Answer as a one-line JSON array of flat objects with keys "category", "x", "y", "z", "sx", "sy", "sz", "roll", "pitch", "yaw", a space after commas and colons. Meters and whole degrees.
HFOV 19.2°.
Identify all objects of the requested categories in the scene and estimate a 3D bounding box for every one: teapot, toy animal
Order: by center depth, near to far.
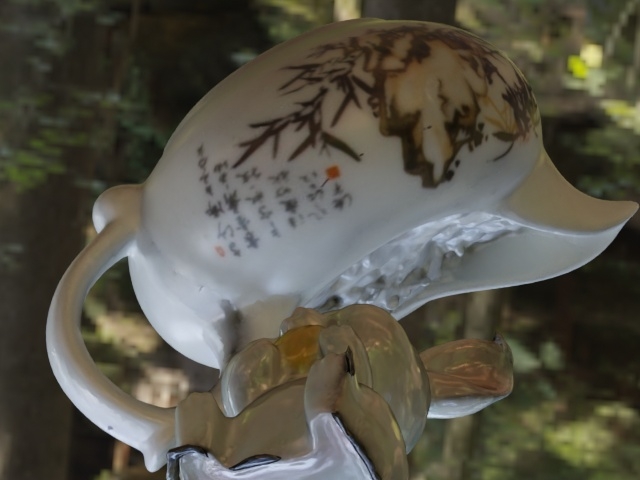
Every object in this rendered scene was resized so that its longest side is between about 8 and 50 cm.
[{"category": "toy animal", "x": 0.007, "y": 0.054, "z": 0.579, "sx": 0.071, "sy": 0.085, "sz": 0.124, "roll": -36, "pitch": -168, "yaw": 21}, {"category": "teapot", "x": 0.000, "y": 0.000, "z": 0.887, "sx": 0.299, "sy": 0.166, "sz": 0.208, "roll": -33, "pitch": 176, "yaw": -30}]
